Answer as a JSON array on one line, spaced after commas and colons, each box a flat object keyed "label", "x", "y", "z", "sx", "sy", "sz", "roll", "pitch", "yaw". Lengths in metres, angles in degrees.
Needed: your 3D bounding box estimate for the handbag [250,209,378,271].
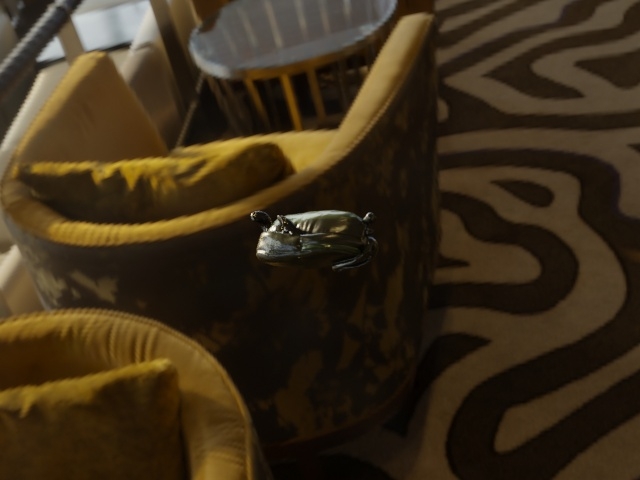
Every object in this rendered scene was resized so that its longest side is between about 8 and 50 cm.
[{"label": "handbag", "x": 0.000, "y": 0.000, "z": 0.762, "sx": 0.111, "sy": 0.047, "sz": 0.072, "roll": -1, "pitch": -10, "yaw": 39}]
